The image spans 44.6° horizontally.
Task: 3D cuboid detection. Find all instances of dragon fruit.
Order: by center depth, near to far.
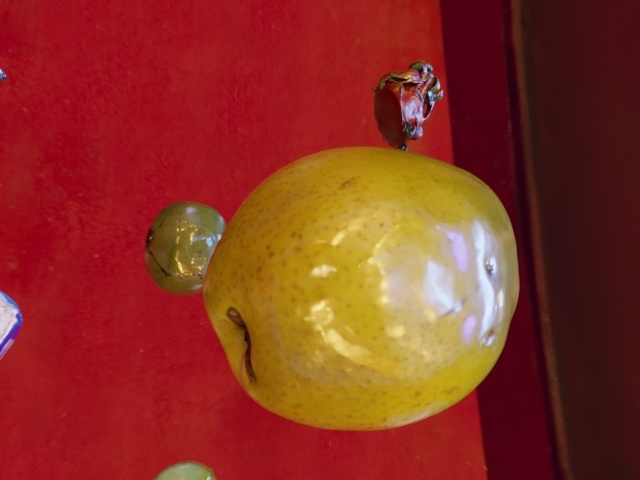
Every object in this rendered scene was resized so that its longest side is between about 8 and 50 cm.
[{"bbox_3d":[0.160,-0.253,1.439,0.175,0.142,0.138,-44,55,-4],"label":"dragon fruit"}]

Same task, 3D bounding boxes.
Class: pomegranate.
[{"bbox_3d":[-0.228,0.010,1.472,0.211,0.179,0.179,-11,86,-17],"label":"pomegranate"}]

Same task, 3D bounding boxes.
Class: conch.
[{"bbox_3d":[-0.163,0.314,0.942,0.080,0.200,0.094,23,72,10],"label":"conch"}]

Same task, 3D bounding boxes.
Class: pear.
[{"bbox_3d":[0.062,0.054,0.988,0.419,0.362,0.362,-16,86,-27],"label":"pear"}]

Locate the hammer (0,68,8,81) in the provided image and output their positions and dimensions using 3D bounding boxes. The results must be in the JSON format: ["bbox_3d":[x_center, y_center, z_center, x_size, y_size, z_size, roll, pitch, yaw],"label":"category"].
[{"bbox_3d":[-0.330,-0.085,0.715,0.125,0.297,0.027,-21,86,-16],"label":"hammer"}]

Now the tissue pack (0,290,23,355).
[{"bbox_3d":[-0.506,0.145,1.044,0.137,0.270,0.209,38,74,-13],"label":"tissue pack"}]
